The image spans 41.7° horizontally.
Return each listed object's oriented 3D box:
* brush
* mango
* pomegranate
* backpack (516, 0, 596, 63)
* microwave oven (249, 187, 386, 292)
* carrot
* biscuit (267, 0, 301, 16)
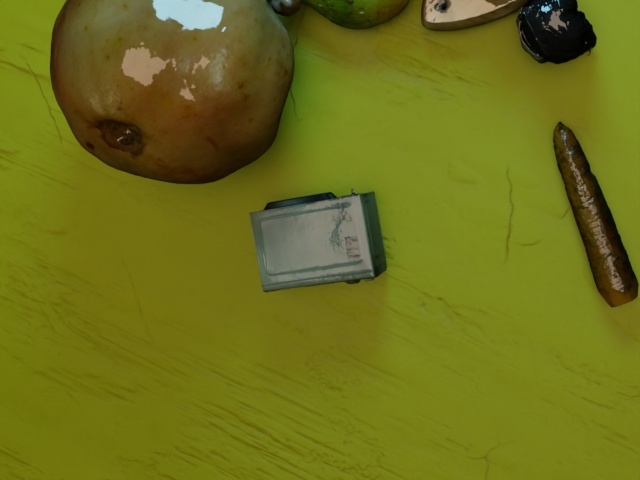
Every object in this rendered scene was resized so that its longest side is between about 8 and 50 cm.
[{"bbox_3d":[0.259,-0.433,1.328,0.266,0.166,0.174,-42,85,18],"label":"brush"},{"bbox_3d":[0.040,-0.423,1.416,0.232,0.111,0.126,6,92,13],"label":"mango"},{"bbox_3d":[-0.240,-0.288,1.389,0.411,0.411,0.412,2,97,15],"label":"pomegranate"},{"bbox_3d":[0.361,-0.334,1.313,0.105,0.165,0.120,-26,86,27],"label":"backpack"},{"bbox_3d":[0.000,0.000,1.469,0.204,0.129,0.163,-8,93,16],"label":"microwave oven"},{"bbox_3d":[0.441,-0.045,1.377,0.066,0.066,0.314,-21,89,17],"label":"carrot"},{"bbox_3d":[-0.144,-0.505,1.405,0.049,0.196,0.302,-35,108,-24],"label":"biscuit"}]
